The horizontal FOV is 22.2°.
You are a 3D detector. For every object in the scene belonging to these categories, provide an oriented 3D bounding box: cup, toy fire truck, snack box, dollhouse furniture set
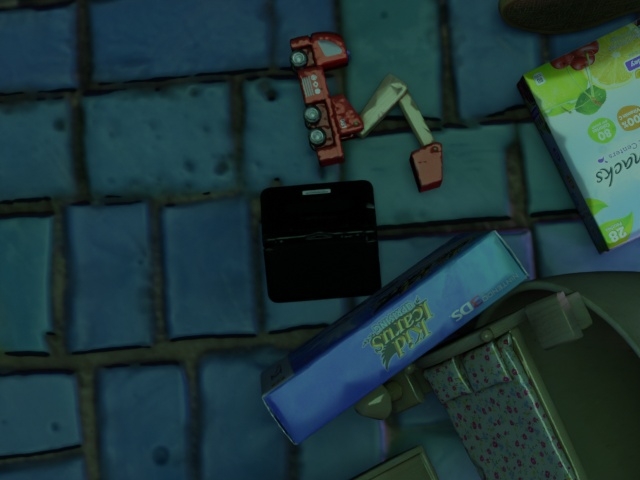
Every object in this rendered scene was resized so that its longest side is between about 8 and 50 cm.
[{"bbox_3d":[0.335,0.166,1.591,0.237,0.331,0.331,-18,83,-29],"label":"cup"},{"bbox_3d":[0.049,-0.138,1.736,0.135,0.047,0.192,-13,83,0],"label":"toy fire truck"},{"bbox_3d":[0.330,-0.115,1.715,0.174,0.070,0.207,-26,86,-2],"label":"snack box"},{"bbox_3d":[0.139,0.253,1.524,0.173,0.355,0.303,-22,84,-37],"label":"dollhouse furniture set"}]

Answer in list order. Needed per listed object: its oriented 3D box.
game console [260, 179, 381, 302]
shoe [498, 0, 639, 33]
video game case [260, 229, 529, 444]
[{"bbox_3d":[0.000,0.000,1.742,0.122,0.071,0.107,-5,54,1],"label":"game console"},{"bbox_3d":[0.295,-0.273,1.739,0.219,0.077,0.058,-10,51,-1],"label":"shoe"},{"bbox_3d":[0.063,0.088,1.612,0.269,0.244,0.061,-36,92,-2],"label":"video game case"}]
